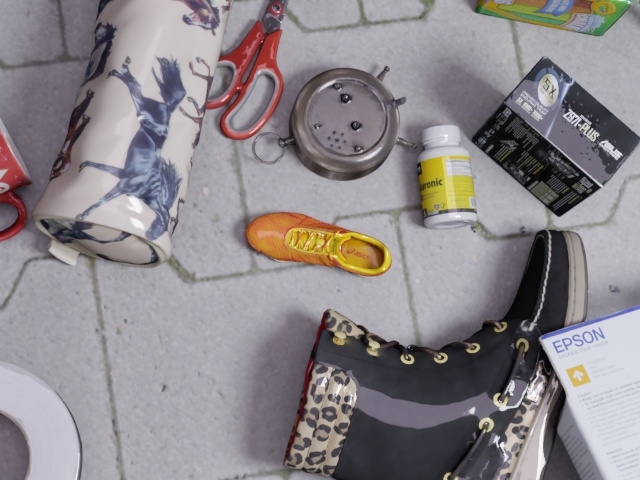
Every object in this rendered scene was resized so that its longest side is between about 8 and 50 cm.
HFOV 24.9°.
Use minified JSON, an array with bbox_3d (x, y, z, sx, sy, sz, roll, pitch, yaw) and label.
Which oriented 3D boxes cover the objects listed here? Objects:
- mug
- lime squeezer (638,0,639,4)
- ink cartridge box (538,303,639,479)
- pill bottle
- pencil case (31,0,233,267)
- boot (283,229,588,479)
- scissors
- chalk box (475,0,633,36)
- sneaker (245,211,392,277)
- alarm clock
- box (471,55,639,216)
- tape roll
[{"bbox_3d":[-0.420,-0.061,1.639,0.169,0.113,0.150,-27,82,-6],"label":"mug"},{"bbox_3d":[0.493,-0.166,1.759,0.110,0.059,0.310,-18,83,-53],"label":"lime squeezer"},{"bbox_3d":[0.435,0.217,1.586,0.324,0.071,0.330,-15,64,-20],"label":"ink cartridge box"},{"bbox_3d":[0.148,-0.075,1.721,0.065,0.065,0.116,-4,80,-7],"label":"pill bottle"},{"bbox_3d":[-0.209,-0.171,1.657,0.160,0.183,0.410,19,77,-31],"label":"pencil case"},{"bbox_3d":[0.135,0.136,1.650,0.284,0.138,0.377,16,81,-1],"label":"boot"},{"bbox_3d":[-0.052,-0.258,1.759,0.109,0.021,0.297,33,77,3],"label":"scissors"},{"bbox_3d":[0.310,-0.333,1.749,0.213,0.132,0.132,10,79,-3],"label":"chalk box"},{"bbox_3d":[0.000,0.000,1.691,0.175,0.067,0.064,10,81,-2],"label":"sneaker"},{"bbox_3d":[0.011,-0.133,1.721,0.192,0.064,0.129,-19,82,-6],"label":"alarm clock"},{"bbox_3d":[0.270,-0.117,1.681,0.147,0.180,0.077,41,79,3],"label":"box"},{"bbox_3d":[-0.375,0.244,1.607,0.219,0.072,0.219,1,79,-6],"label":"tape roll"}]
